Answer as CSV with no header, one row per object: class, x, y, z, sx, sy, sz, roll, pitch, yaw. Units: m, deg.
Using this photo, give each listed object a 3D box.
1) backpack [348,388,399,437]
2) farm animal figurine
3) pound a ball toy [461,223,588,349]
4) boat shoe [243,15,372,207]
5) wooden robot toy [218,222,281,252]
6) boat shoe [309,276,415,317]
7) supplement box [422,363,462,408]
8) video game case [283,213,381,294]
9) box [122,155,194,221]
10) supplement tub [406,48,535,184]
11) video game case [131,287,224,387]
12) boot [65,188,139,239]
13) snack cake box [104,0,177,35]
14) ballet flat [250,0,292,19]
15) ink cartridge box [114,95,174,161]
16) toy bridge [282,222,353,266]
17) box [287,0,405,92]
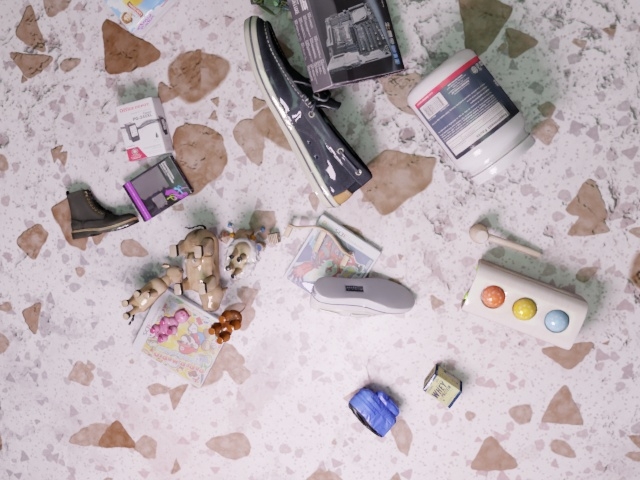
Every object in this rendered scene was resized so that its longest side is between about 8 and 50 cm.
backpack,0.138,0.440,1.902,0.120,0.098,0.101,42,75,1
farm animal figurine,-0.329,0.111,1.892,0.330,0.172,0.326,17,106,12
pound a ball toy,0.483,0.111,1.759,0.319,0.136,0.208,21,103,6
boat shoe,-0.030,-0.322,1.763,0.156,0.187,0.500,-26,100,12
wooden robot toy,-0.196,0.003,1.897,0.173,0.079,0.076,7,100,10
boat shoe,0.103,0.157,1.849,0.267,0.096,0.088,4,138,-15
supplement box,0.313,0.372,1.861,0.083,0.083,0.056,34,103,5
video game case,0.030,0.062,1.893,0.183,0.023,0.201,33,104,4
box,-0.434,-0.138,1.944,0.162,0.029,0.116,-29,94,15
supplement tub,0.349,-0.286,1.688,0.191,0.191,0.272,-37,91,14
video game case,-0.383,0.266,2.004,0.227,0.026,0.206,30,104,4
boot,-0.598,-0.086,1.964,0.198,0.077,0.137,-11,92,11
snack cake box,-0.497,-0.671,1.835,0.152,0.089,0.264,-41,90,13
ballet flat,-0.088,-0.581,1.794,0.188,0.070,0.070,21,103,8
ink cartridge box,-0.462,-0.292,1.905,0.109,0.063,0.150,-13,97,13
toy bridge,0.000,0.000,1.864,0.188,0.026,0.063,26,101,5
box,0.051,-0.518,1.686,0.076,0.242,0.307,-8,100,52
